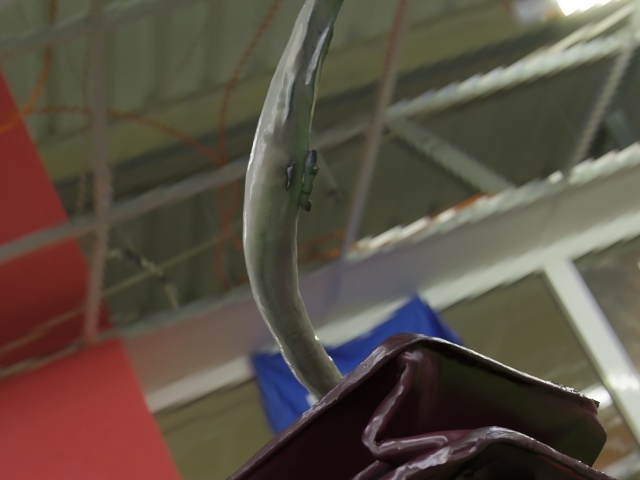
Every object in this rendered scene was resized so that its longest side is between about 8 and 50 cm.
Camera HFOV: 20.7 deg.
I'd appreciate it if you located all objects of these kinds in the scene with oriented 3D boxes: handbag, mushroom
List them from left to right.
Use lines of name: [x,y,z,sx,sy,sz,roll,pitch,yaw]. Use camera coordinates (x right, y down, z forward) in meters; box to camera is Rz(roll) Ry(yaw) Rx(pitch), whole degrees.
mushroom: [-0.003,0.000,0.765,0.043,0.068,0.306,9,-44,16]
handbag: [0.028,0.145,0.794,0.216,0.074,0.203,-42,-35,15]
